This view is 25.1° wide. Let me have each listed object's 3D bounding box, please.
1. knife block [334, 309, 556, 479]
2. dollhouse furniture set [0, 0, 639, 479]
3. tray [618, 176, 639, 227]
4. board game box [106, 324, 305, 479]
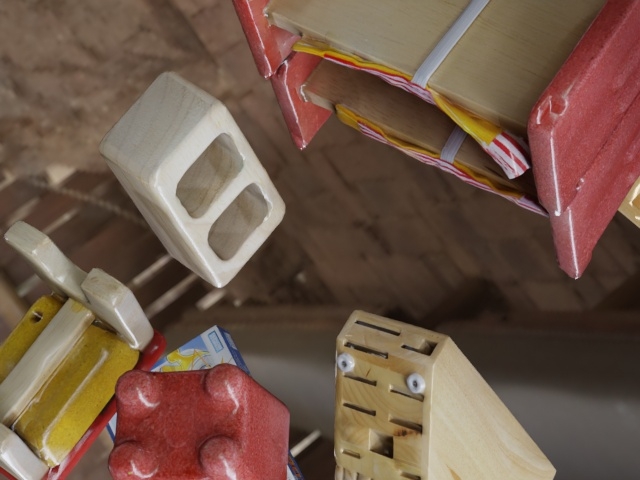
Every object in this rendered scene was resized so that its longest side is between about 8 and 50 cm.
[{"bbox_3d":[0.118,0.170,1.095,0.088,0.242,0.275,14,110,39],"label":"knife block"},{"bbox_3d":[0.000,0.000,0.734,0.201,0.374,0.152,29,164,27],"label":"dollhouse furniture set"},{"bbox_3d":[0.507,0.011,1.441,0.411,0.203,0.076,39,-172,-6],"label":"tray"},{"bbox_3d":[-0.099,0.195,1.269,0.201,0.136,0.035,60,-172,22],"label":"board game box"}]
